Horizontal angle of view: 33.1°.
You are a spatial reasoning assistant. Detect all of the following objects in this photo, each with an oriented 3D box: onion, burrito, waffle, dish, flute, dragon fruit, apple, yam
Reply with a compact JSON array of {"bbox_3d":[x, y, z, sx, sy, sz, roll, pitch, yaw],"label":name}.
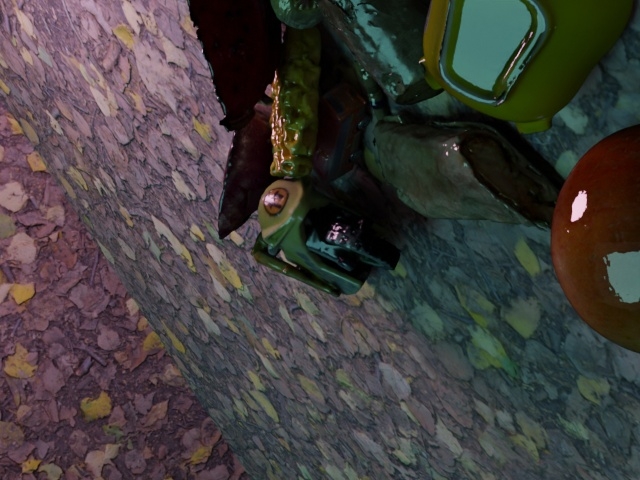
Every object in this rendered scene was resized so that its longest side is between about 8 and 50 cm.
[{"bbox_3d":[-0.112,-0.117,1.866,0.250,0.111,0.247,-109,28,-77],"label":"onion"},{"bbox_3d":[0.196,-0.093,1.469,0.175,0.107,0.348,50,162,-30],"label":"burrito"},{"bbox_3d":[-0.043,-0.186,1.660,0.229,0.057,0.219,117,154,-65],"label":"waffle"},{"bbox_3d":[0.195,-0.227,1.160,0.221,0.108,0.262,32,132,14],"label":"dish"},{"bbox_3d":[0.098,-0.173,1.618,0.027,0.027,0.233,22,142,49],"label":"flute"},{"bbox_3d":[-0.119,-0.356,1.574,0.282,0.100,0.343,-71,-34,-66],"label":"dragon fruit"},{"bbox_3d":[0.374,-0.002,1.128,0.253,0.253,0.253,40,153,25],"label":"apple"},{"bbox_3d":[0.082,-0.290,1.344,0.254,0.154,0.154,56,156,-3],"label":"yam"}]

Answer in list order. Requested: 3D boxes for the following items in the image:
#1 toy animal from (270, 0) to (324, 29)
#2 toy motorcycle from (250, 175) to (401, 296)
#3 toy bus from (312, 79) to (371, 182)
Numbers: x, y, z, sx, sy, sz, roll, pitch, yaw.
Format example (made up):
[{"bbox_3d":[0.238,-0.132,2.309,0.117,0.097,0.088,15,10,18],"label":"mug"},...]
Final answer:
[{"bbox_3d":[-0.031,-0.368,1.509,0.098,0.098,0.137,24,123,47],"label":"toy animal"},{"bbox_3d":[0.000,0.000,1.811,0.237,0.168,0.410,31,170,-1],"label":"toy motorcycle"},{"bbox_3d":[0.026,-0.167,1.691,0.065,0.077,0.192,47,155,19],"label":"toy bus"}]
